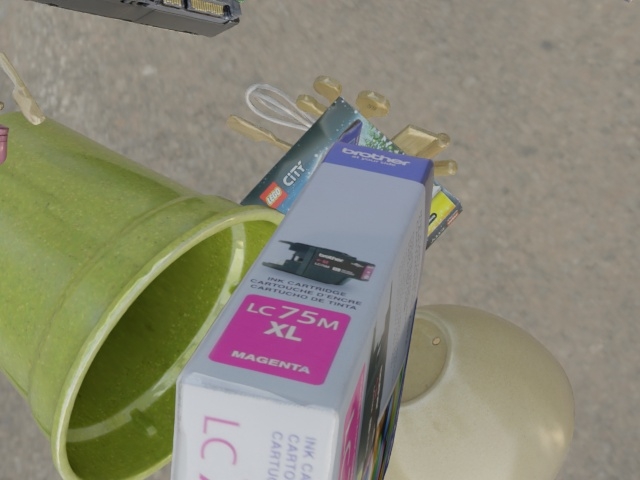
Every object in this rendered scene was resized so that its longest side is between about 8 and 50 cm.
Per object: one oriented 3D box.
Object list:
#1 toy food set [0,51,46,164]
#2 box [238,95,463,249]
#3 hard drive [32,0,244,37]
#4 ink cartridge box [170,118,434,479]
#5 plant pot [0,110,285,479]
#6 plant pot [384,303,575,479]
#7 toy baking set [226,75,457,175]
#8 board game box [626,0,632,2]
[{"bbox_3d":[-0.250,-0.071,0.838,0.122,0.019,0.078,-32,114,-5],"label":"toy food set"},{"bbox_3d":[0.000,0.000,1.199,0.159,0.044,0.233,43,90,15],"label":"box"},{"bbox_3d":[-0.193,-0.367,1.153,0.237,0.064,0.339,1,74,-49],"label":"hard drive"},{"bbox_3d":[0.001,0.075,0.555,0.065,0.311,0.186,10,113,6],"label":"ink cartridge box"},{"bbox_3d":[-0.200,0.027,1.060,0.276,0.254,0.276,-42,153,-27],"label":"plant pot"},{"bbox_3d":[0.140,0.187,1.508,0.284,0.284,0.191,-37,135,5],"label":"plant pot"},{"bbox_3d":[0.024,-0.119,1.364,0.196,0.256,0.030,39,62,-34],"label":"toy baking set"},{"bbox_3d":[0.093,-0.294,0.603,0.232,0.141,0.291,12,84,-7],"label":"board game box"}]
